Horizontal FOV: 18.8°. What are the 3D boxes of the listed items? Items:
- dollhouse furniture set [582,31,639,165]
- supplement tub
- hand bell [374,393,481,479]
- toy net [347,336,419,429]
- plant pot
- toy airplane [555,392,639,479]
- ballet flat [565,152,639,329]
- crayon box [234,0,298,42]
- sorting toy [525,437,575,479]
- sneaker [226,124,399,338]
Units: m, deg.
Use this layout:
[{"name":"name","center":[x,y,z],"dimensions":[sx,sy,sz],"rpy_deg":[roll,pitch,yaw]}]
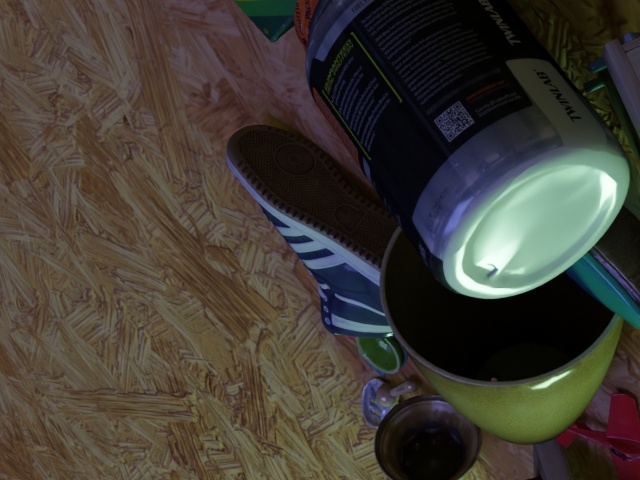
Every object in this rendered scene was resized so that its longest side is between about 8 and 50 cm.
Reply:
[{"name":"dollhouse furniture set","center":[0.327,-0.153,1.607],"dimensions":[0.303,0.198,0.286],"rpy_deg":[51,-164,-81]},{"name":"supplement tub","center":[0.112,-0.119,1.688],"dimensions":[0.316,0.193,0.194],"rpy_deg":[57,158,34]},{"name":"hand bell","center":[0.147,0.299,2.326],"dimensions":[0.126,0.126,0.242],"rpy_deg":[28,156,29]},{"name":"toy net","center":[0.061,0.159,2.302],"dimensions":[0.122,0.045,0.232],"rpy_deg":[29,145,28]},{"name":"plant pot","center":[0.193,0.097,1.924],"dimensions":[0.237,0.237,0.254],"rpy_deg":[30,158,26]},{"name":"toy airplane","center":[0.304,0.210,2.076],"dimensions":[0.151,0.028,0.151],"rpy_deg":[32,147,24]},{"name":"ballet flat","center":[0.215,-0.051,1.796],"dimensions":[0.342,0.124,0.116],"rpy_deg":[36,167,34]},{"name":"crayon box","center":[-0.030,-0.344,1.812],"dimensions":[0.203,0.083,0.323],"rpy_deg":[48,149,-1]},{"name":"sorting toy","center":[0.271,0.388,2.130],"dimensions":[0.229,0.041,0.307],"rpy_deg":[89,170,-47]},{"name":"sneaker","center":[0.000,0.000,2.148],"dimensions":[0.282,0.099,0.153],"rpy_deg":[37,146,12]}]
